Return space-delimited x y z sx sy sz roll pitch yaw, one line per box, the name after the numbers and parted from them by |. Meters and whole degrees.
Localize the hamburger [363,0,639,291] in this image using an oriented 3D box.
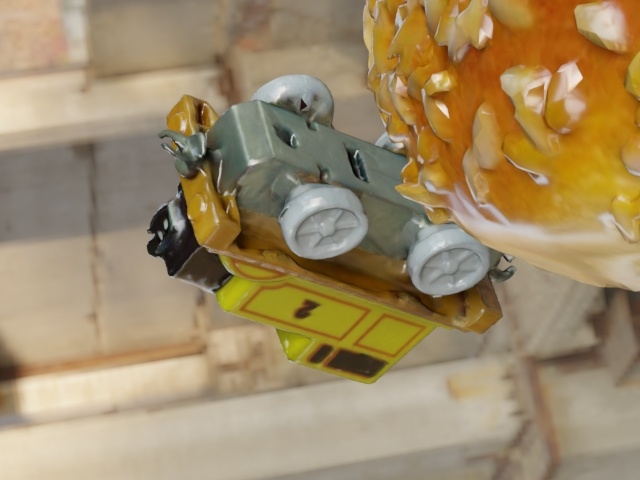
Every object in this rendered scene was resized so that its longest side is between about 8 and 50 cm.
0.172 -0.107 0.495 0.330 0.250 0.330 -52 19 27 | hamburger

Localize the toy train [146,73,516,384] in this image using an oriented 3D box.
0.000 0.000 0.856 0.127 0.219 0.089 -47 43 31 | toy train
